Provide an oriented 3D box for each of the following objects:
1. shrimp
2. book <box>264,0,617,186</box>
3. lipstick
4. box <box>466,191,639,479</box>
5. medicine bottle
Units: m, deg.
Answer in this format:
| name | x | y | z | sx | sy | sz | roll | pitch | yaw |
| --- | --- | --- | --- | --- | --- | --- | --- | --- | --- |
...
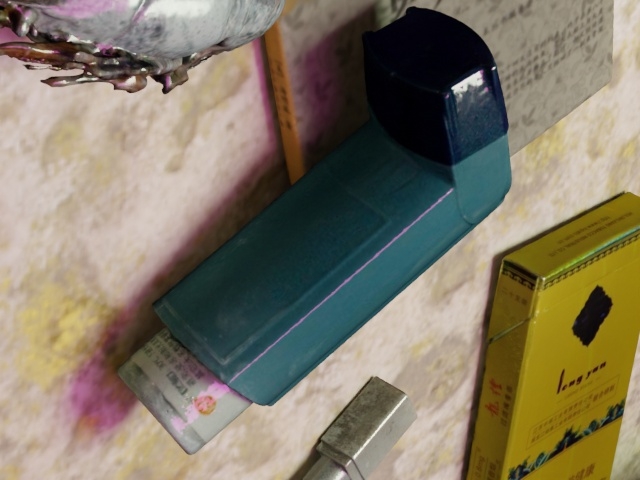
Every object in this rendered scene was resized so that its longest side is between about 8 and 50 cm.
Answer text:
| name | x | y | z | sx | sy | sz | roll | pitch | yaw |
| --- | --- | --- | --- | --- | --- | --- | --- | --- | --- |
| shrimp | -0.106 | -0.110 | 0.789 | 0.233 | 0.079 | 0.090 | -4 | 80 | -47 |
| book | 0.068 | -0.181 | 0.981 | 0.269 | 0.032 | 0.389 | -36 | 137 | -27 |
| lipstick | 0.008 | 0.145 | 1.128 | 0.129 | 0.030 | 0.030 | -48 | 142 | -18 |
| box | 0.172 | 0.115 | 1.298 | 0.153 | 0.041 | 0.279 | -23 | 129 | -41 |
| medicine bottle | 0.000 | 0.000 | 0.952 | 0.258 | 0.079 | 0.124 | -43 | 141 | -6 |
